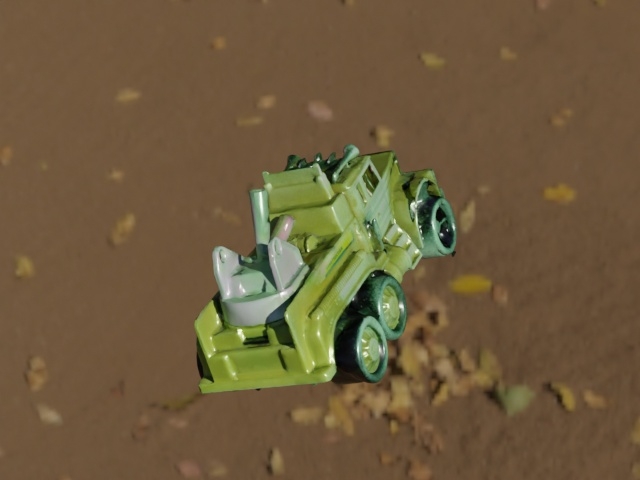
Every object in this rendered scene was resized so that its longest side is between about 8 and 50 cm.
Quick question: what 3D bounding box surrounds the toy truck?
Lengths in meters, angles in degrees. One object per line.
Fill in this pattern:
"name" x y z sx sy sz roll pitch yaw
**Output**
"toy truck" 0.002 0.001 1.141 0.128 0.135 0.259 -8 20 28
